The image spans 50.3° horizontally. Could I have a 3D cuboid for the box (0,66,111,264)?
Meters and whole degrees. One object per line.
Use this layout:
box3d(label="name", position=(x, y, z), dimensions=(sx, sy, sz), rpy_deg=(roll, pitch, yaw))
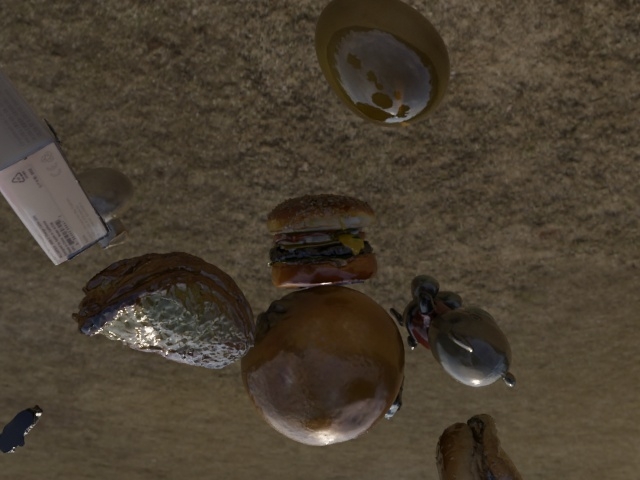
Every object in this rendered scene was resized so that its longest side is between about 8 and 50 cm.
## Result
box3d(label="box", position=(-0.435, -0.118, 1.005), dimensions=(0.106, 0.252, 0.203), rpy_deg=(-34, 147, -16))

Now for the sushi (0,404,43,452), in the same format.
box3d(label="sushi", position=(-0.481, 0.304, 1.104), dimensions=(0.044, 0.083, 0.046), rpy_deg=(43, -179, 0))

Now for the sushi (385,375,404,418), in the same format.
box3d(label="sushi", position=(0.072, 0.370, 1.796), dimensions=(0.343, 0.182, 0.196), rpy_deg=(-11, 140, 44))

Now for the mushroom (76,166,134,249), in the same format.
box3d(label="mushroom", position=(-0.532, -0.070, 1.633), dimensions=(0.204, 0.204, 0.204), rpy_deg=(2, 144, 2))

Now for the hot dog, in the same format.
box3d(label="hot dog", position=(-0.206, 0.096, 0.951), dimensions=(0.175, 0.114, 0.259), rpy_deg=(-31, 144, 26))

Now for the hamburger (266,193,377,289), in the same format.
box3d(label="hamburger", position=(0.000, 0.000, 1.626), dimensions=(0.290, 0.225, 0.291), rpy_deg=(-5, -179, 0))

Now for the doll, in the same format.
box3d(label="doll", position=(0.294, 0.209, 1.544), dimensions=(0.235, 0.330, 0.174), rpy_deg=(40, 89, -30))

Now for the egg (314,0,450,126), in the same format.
box3d(label="egg", position=(0.131, -0.392, 1.472), dimensions=(0.322, 0.250, 0.250), rpy_deg=(43, 133, -10))

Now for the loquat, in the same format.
box3d(label="loquat", position=(0.006, 0.240, 1.344), dimensions=(0.328, 0.329, 0.329), rpy_deg=(2, 144, 2))

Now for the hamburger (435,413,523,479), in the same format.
box3d(label="hamburger", position=(0.265, 0.414, 1.101), dimensions=(0.146, 0.243, 0.286), rpy_deg=(-18, 142, 7))
